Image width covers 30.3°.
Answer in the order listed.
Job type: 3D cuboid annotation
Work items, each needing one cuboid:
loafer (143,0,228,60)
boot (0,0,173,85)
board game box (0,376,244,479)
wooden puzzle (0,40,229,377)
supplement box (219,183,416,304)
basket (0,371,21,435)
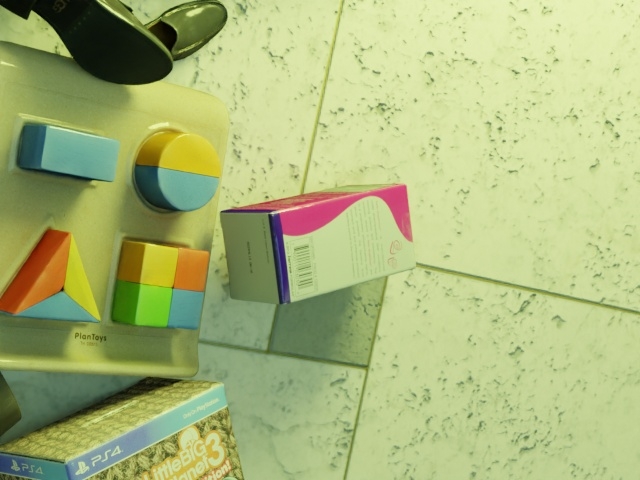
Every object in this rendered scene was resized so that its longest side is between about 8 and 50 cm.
[{"bbox_3d":[-0.177,-0.240,1.400,0.170,0.061,0.062,-33,106,-21],"label":"loafer"},{"bbox_3d":[-0.256,-0.317,1.301,0.263,0.091,0.229,36,41,-37],"label":"boot"},{"bbox_3d":[-0.206,0.333,1.350,0.232,0.141,0.291,-23,105,-45],"label":"board game box"},{"bbox_3d":[-0.233,-0.024,1.318,0.322,0.080,0.347,9,84,-44],"label":"wooden puzzle"},{"bbox_3d":[0.000,0.000,1.451,0.220,0.114,0.111,-13,100,-38],"label":"supplement box"},{"bbox_3d":[-0.450,0.199,1.259,0.227,0.154,0.204,-34,130,-24],"label":"basket"}]
